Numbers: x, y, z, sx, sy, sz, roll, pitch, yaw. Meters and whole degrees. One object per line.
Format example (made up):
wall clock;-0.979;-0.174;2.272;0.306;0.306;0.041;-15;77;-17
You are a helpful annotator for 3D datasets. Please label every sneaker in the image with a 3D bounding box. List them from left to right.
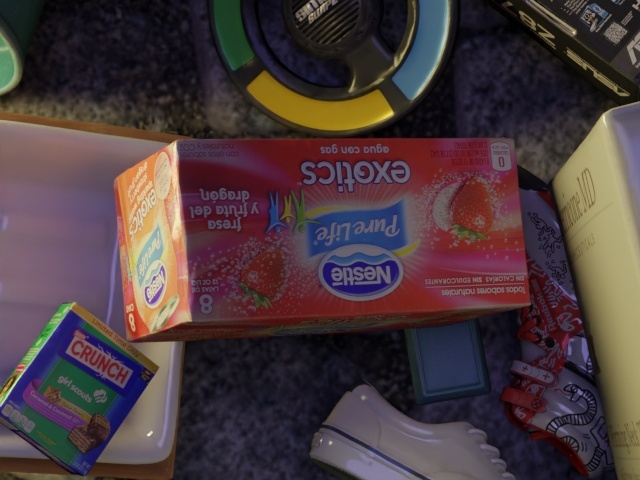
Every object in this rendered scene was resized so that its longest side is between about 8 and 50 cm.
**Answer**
sneaker;0.121;0.201;1.596;0.258;0.094;0.091;28;79;1
sneaker;0.193;0.072;1.612;0.145;0.090;0.270;-38;86;-6

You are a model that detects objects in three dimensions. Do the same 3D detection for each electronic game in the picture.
electronic game;0.009;-0.202;1.633;0.229;0.048;0.229;5;104;19

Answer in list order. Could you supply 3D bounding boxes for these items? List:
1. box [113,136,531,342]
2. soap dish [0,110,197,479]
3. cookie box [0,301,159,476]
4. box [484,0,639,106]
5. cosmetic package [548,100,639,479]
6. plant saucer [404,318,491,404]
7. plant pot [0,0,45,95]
box;0.000;0.000;1.524;0.300;0.154;0.142;-2;82;-26
soap dish;-0.226;0.046;1.570;0.229;0.118;0.291;6;86;-25
cookie box;-0.195;0.117;1.493;0.092;0.040;0.107;39;72;-19
box;0.280;-0.352;1.638;0.318;0.097;0.395;39;85;14
cosmetic package;0.384;0.087;1.405;0.327;0.329;0.394;-12;83;-1
plant saucer;0.101;0.044;1.654;0.067;0.018;0.192;-10;82;-1
plant pot;-0.326;-0.298;1.594;0.271;0.272;0.255;21;69;3
